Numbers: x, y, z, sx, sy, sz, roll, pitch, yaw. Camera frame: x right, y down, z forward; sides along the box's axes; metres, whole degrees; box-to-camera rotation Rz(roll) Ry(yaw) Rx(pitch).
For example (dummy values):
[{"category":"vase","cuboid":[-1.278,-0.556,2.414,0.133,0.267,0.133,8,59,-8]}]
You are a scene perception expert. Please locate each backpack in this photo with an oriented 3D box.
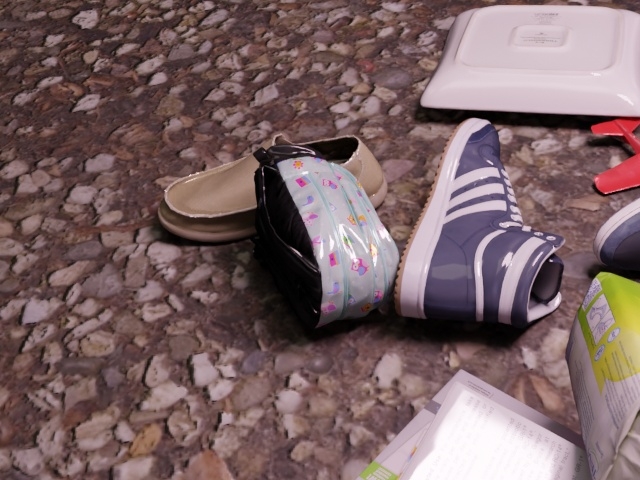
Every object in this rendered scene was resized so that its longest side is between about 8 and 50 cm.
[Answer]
[{"category":"backpack","cuboid":[0.000,0.000,1.005,0.115,0.152,0.182,-16,47,-15]}]

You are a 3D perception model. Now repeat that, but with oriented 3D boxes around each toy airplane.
[{"category":"toy airplane","cuboid":[0.374,-0.104,1.137,0.151,0.028,0.151,-4,40,3]}]

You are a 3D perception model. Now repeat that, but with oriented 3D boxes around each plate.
[{"category":"plate","cuboid":[0.290,-0.250,1.292,0.277,0.045,0.278,4,36,17]}]

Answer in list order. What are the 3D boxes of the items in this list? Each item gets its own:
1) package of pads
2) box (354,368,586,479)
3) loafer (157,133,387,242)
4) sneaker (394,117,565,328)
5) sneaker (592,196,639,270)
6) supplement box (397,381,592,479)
[{"category":"package of pads","cuboid":[0.326,0.146,0.684,0.296,0.101,0.229,20,20,2]},{"category":"box","cuboid":[0.121,0.206,0.817,0.145,0.038,0.186,28,54,34]},{"category":"loafer","cuboid":[-0.059,-0.071,1.129,0.268,0.092,0.102,-11,40,-2]},{"category":"sneaker","cuboid":[0.188,-0.019,1.019,0.153,0.099,0.282,8,46,21]},{"category":"sneaker","cuboid":[0.394,0.020,0.945,0.226,0.086,0.163,-10,38,-2]},{"category":"supplement box","cuboid":[0.158,0.216,0.696,0.220,0.111,0.114,27,53,12]}]
